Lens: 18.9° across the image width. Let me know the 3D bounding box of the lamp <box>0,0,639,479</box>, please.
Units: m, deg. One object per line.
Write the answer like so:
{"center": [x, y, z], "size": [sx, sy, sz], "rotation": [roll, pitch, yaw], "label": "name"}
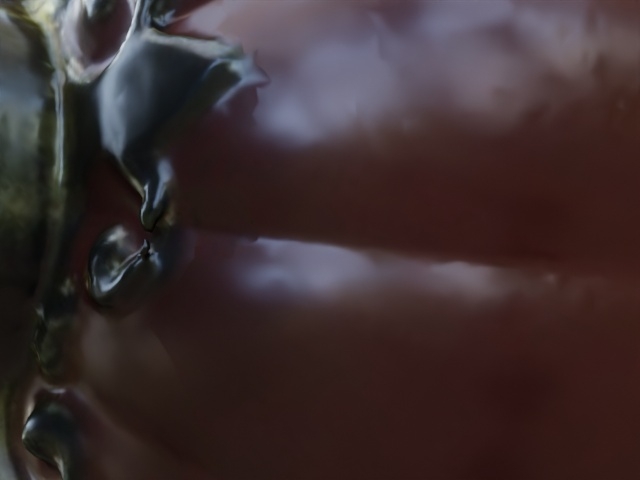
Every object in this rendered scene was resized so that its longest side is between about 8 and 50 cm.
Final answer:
{"center": [0.000, 0.000, 0.557], "size": [0.257, 0.303, 0.303], "rotation": [5, -20, -32], "label": "lamp"}
